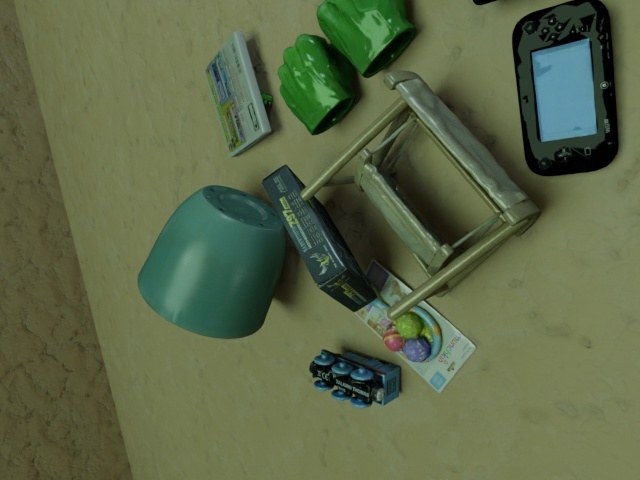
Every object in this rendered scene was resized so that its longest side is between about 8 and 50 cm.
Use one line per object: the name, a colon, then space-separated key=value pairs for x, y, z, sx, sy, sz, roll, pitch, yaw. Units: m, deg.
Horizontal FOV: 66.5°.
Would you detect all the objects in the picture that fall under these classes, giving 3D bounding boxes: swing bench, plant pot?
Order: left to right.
plant pot: x=-0.207 y=0.026 z=1.043 sx=0.293 sy=0.293 sz=0.235 roll=40 pitch=113 yaw=30
swing bench: x=0.149 y=-0.065 z=0.718 sx=0.253 sy=0.165 sz=0.254 roll=56 pitch=130 yaw=18

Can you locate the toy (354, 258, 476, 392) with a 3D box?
toy: x=0.142 y=0.159 z=0.877 sx=0.237 sy=0.056 sz=0.136 roll=44 pitch=132 yaw=27

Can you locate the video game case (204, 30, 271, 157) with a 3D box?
video game case: x=-0.184 y=-0.308 z=1.060 sx=0.193 sy=0.023 sz=0.212 roll=-13 pitch=95 yaw=58

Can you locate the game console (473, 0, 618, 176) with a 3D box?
game console: x=0.290 y=-0.255 z=0.563 sx=0.213 sy=0.044 sz=0.361 roll=1 pitch=110 yaw=43

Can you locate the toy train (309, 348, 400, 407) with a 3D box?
toy train: x=0.064 y=0.267 z=0.960 sx=0.184 sy=0.105 sz=0.080 roll=9 pitch=101 yaw=44

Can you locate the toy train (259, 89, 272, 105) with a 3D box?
toy train: x=-0.131 y=-0.308 z=1.032 sx=0.083 sy=0.017 sz=0.023 roll=34 pitch=116 yaw=34

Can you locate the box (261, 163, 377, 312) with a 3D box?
box: x=0.000 y=0.000 z=0.854 sx=0.059 sy=0.183 sz=0.232 roll=-34 pitch=62 yaw=7

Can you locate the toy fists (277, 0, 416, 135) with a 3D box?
toy fists: x=0.031 y=-0.309 z=0.805 sx=0.142 sy=0.096 sz=0.279 roll=56 pitch=135 yaw=6
